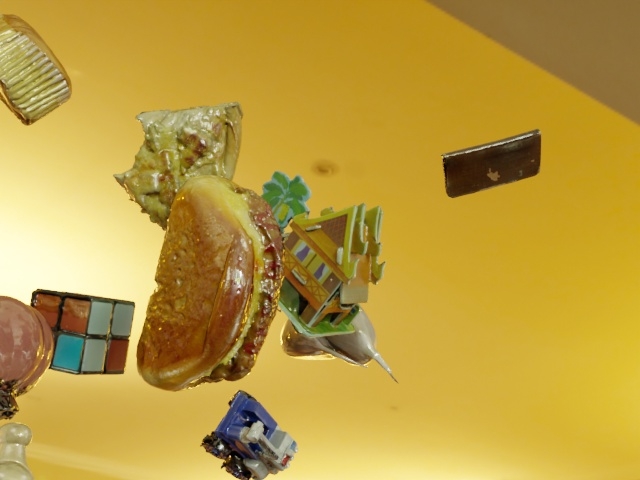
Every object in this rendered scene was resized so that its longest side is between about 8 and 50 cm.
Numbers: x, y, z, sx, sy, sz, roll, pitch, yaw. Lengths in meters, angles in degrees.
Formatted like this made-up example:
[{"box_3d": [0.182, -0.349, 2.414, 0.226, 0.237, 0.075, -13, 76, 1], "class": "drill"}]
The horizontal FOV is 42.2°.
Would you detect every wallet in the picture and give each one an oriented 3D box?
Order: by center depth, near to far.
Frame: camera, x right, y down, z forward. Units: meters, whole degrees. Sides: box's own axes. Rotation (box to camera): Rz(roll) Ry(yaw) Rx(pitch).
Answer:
[{"box_3d": [0.295, -0.132, 1.430, 0.176, 0.026, 0.095, -17, -54, -7], "class": "wallet"}]

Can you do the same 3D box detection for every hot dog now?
[{"box_3d": [-0.180, 0.092, 1.505, 0.223, 0.405, 0.185, 14, 2, 34], "class": "hot dog"}]

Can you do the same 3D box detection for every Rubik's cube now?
[{"box_3d": [-0.557, 0.211, 1.913, 0.183, 0.180, 0.167, 3, -6, 25], "class": "Rubik's cube"}]

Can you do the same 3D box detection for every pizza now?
[{"box_3d": [-0.276, -0.143, 1.623, 0.223, 0.324, 0.089, 20, 7, -21], "class": "pizza"}]

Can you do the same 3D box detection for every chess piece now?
[{"box_3d": [-0.553, 0.464, 1.402, 0.124, 0.307, 0.138, 18, -31, -28], "class": "chess piece"}]

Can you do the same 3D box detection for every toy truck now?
[{"box_3d": [-0.143, 0.449, 1.869, 0.177, 0.161, 0.213, 2, -41, 39], "class": "toy truck"}]

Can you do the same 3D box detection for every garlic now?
[{"box_3d": [0.025, 0.272, 2.228, 0.246, 0.231, 0.340, 67, -14, -19], "class": "garlic"}]

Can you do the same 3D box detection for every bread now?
[{"box_3d": [-0.581, -0.335, 1.594, 0.250, 0.133, 0.179, 34, -22, 44], "class": "bread"}]

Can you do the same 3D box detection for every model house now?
[{"box_3d": [0.000, 0.000, 1.941, 0.313, 0.358, 0.242, -52, -28, 16], "class": "model house"}]

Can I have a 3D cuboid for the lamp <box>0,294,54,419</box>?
[{"box_3d": [-0.669, 0.244, 1.612, 0.305, 0.240, 0.305, -19, -19, -7], "class": "lamp"}]
